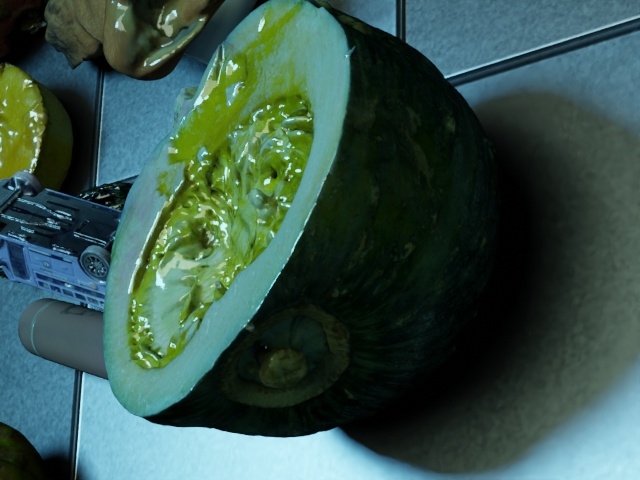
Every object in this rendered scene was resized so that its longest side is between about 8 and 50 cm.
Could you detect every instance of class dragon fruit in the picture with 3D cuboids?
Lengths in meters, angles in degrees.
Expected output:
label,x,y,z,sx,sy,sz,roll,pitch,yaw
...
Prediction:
label,x,y,z,sx,sy,sz,roll,pitch,yaw
dragon fruit,-0.319,-0.212,1.521,0.102,0.096,0.147,-47,7,11

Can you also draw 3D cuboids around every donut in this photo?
label,x,y,z,sx,sy,sz,roll,pitch,yaw
donut,-0.295,-0.078,1.469,0.178,0.065,0.162,-7,74,37

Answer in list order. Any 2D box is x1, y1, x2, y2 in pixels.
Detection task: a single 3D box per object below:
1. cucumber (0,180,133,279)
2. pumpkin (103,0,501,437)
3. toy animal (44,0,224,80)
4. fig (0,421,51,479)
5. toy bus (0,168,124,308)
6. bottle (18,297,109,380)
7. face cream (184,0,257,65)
label,x,y,z,sx,sy,sz,roll,pitch,yaw
cucumber,-0.224,-0.011,1.394,0.181,0.053,0.053,-26,58,27
pumpkin,0.000,0.000,1.106,0.293,0.197,0.263,-50,36,22
toy animal,-0.161,-0.197,1.348,0.312,0.097,0.157,39,117,59
fig,-0.272,0.239,1.314,0.126,0.185,0.133,-28,40,-22
toy bus,-0.211,0.005,1.317,0.167,0.076,0.073,16,43,22
bottle,-0.191,0.083,1.323,0.140,0.053,0.053,11,80,42
face cream,-0.068,-0.235,1.346,0.072,0.051,0.182,28,94,52
